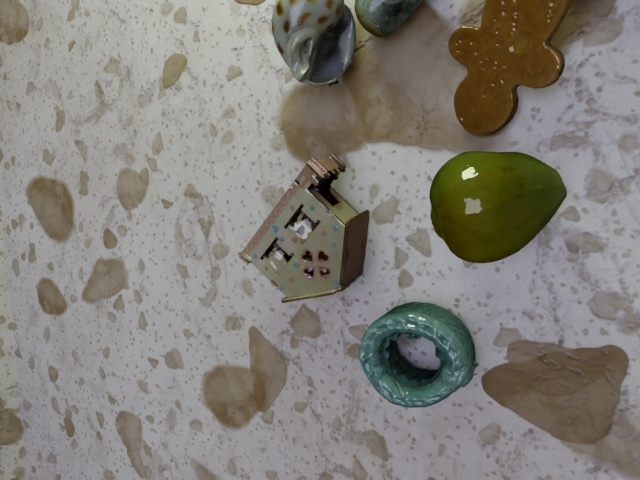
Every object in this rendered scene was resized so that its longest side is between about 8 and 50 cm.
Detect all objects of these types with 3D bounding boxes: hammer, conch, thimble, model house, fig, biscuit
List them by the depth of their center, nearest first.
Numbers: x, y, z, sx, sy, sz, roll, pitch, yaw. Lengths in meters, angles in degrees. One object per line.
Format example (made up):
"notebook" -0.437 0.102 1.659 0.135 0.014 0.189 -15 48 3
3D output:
"biscuit" 0.343 -0.359 0.813 0.215 0.047 0.340 31 129 32
"fig" 0.311 -0.075 0.821 0.230 0.207 0.207 -37 75 -8
"thimble" 0.209 0.236 0.932 0.234 0.143 0.199 10 101 28
"hammer" 0.110 -0.590 0.939 0.202 0.113 0.306 -41 67 23
"conch" -0.017 -0.481 0.982 0.148 0.182 0.275 32 106 56
"model house" 0.000 0.000 1.024 0.244 0.169 0.326 45 116 10
